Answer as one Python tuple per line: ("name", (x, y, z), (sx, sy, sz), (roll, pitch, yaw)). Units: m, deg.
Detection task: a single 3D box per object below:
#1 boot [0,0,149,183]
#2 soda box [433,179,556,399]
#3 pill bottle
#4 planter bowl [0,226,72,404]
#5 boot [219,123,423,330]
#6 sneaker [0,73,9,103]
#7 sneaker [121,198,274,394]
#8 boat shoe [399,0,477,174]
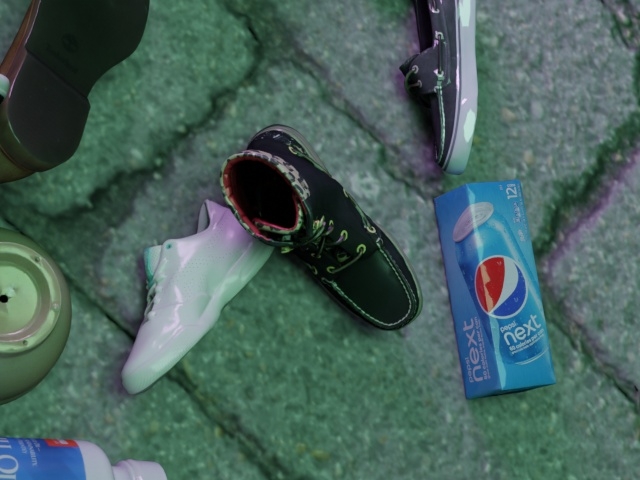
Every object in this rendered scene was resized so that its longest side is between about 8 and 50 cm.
("boot", (-0.249, -0.167, 1.558), (0.112, 0.115, 0.305), (45, 43, -24))
("soda box", (0.174, 0.049, 1.719), (0.067, 0.071, 0.210), (-5, 80, -26))
("pill bottle", (-0.246, 0.228, 1.450), (0.221, 0.124, 0.124), (5, 76, -25))
("planter bowl", (-0.285, 0.058, 1.480), (0.162, 0.109, 0.162), (6, 75, -23))
("boot", (-0.002, 0.000, 1.585), (0.085, 0.178, 0.236), (-38, 91, 13))
("sneaker", (-0.337, -0.076, 1.436), (0.079, 0.217, 0.121), (19, 74, -40))
("sneaker", (-0.135, 0.049, 1.578), (0.094, 0.080, 0.212), (41, 54, -6))
("boat shoe", (0.118, -0.179, 1.749), (0.076, 0.080, 0.229), (4, 79, -7))
